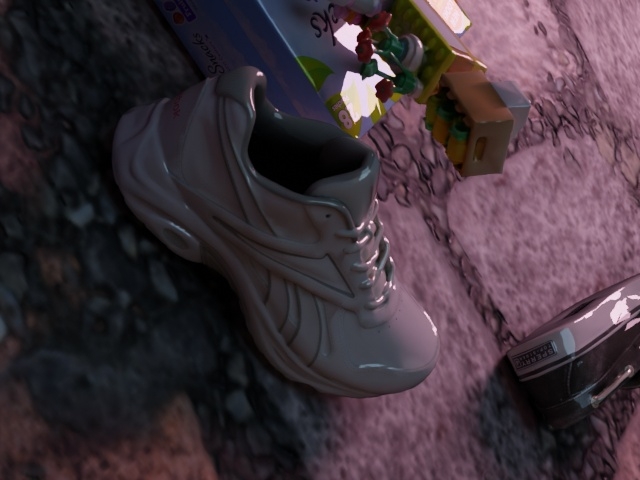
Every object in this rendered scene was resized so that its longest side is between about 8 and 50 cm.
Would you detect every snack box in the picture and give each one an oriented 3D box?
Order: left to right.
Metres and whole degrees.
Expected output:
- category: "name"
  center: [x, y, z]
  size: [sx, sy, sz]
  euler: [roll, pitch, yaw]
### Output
- category: "snack box"
  center: [-0.007, -0.158, 0.922]
  size: [0.174, 0.070, 0.207]
  euler: [57, 38, -10]

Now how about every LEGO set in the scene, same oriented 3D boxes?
- category: "LEGO set"
  center: [0.034, -0.163, 0.822]
  size: [0.107, 0.132, 0.287]
  euler: [19, 62, -34]

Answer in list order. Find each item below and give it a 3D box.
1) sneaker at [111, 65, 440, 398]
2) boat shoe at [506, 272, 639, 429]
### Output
- category: "sneaker"
  center: [0.000, 0.000, 0.794]
  size: [0.232, 0.115, 0.090]
  euler: [42, 41, -26]
- category: "boat shoe"
  center: [0.210, 0.072, 1.049]
  size: [0.219, 0.078, 0.070]
  euler: [-24, 87, -46]
